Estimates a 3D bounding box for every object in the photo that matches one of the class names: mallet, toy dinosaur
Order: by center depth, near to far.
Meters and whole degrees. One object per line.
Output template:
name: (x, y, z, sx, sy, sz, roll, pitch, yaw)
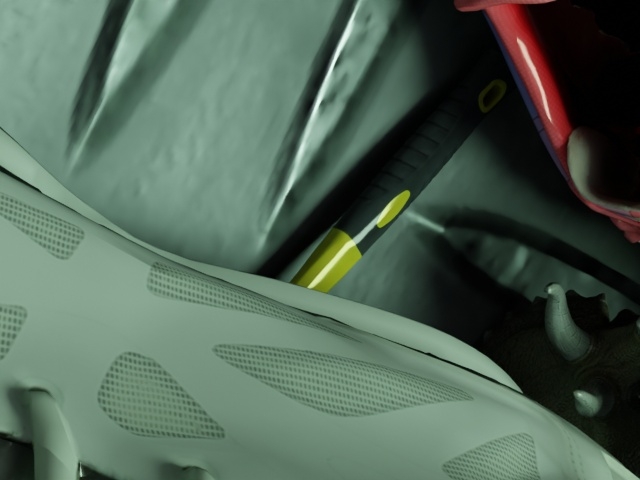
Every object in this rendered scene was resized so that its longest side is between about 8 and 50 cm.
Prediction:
mallet: (0.000, 0.000, 0.598, 0.189, 0.039, 0.062, -54, 132, -14)
toy dinosaur: (0.117, 0.129, 0.723, 0.160, 0.121, 0.313, -9, 120, -25)

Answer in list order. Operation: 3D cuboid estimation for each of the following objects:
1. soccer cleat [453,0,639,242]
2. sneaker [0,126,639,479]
soccer cleat: (0.136, -0.027, 0.632, 0.318, 0.109, 0.116, 52, 50, -38)
sneaker: (-0.046, 0.066, 0.397, 0.447, 0.257, 0.169, 16, 94, -33)
